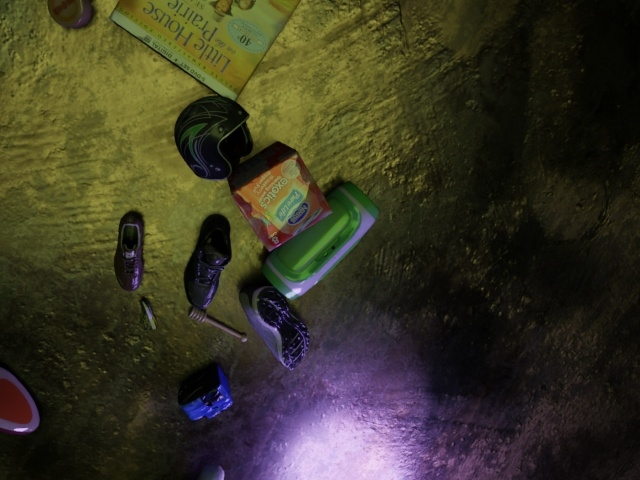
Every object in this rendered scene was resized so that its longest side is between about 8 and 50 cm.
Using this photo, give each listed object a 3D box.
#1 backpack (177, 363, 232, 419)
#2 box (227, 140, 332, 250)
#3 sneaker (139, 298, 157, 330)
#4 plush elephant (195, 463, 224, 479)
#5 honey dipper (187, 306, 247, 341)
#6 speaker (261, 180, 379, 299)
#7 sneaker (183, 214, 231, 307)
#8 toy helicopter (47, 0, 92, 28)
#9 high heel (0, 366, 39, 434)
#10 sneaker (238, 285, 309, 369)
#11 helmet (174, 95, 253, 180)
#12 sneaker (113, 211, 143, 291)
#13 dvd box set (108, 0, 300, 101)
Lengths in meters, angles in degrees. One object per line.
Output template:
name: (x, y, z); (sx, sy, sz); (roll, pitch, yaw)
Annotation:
backpack: (-0.284, 0.386, 1.378); (0.120, 0.098, 0.101); (-28, 111, -5)
box: (-0.100, -0.105, 1.188); (0.154, 0.300, 0.142); (-32, 108, -3)
sneaker: (-0.418, 0.180, 1.332); (0.035, 0.031, 0.083); (-19, 107, -6)
plush elephant: (-0.274, 0.789, 1.401); (0.255, 0.272, 0.330); (30, 125, -4)
honey dipper: (-0.250, 0.210, 1.377); (0.161, 0.030, 0.030); (33, 95, -19)
speaker: (0.000, 0.000, 1.327); (0.296, 0.131, 0.131); (-45, 108, 2)
sneaker: (-0.262, 0.061, 1.287); (0.087, 0.130, 0.227); (17, 102, -14)
toy helicopter: (-0.432, -0.578, 1.086); (0.235, 0.140, 0.355); (27, 111, -3)
high heel: (-0.831, 0.340, 1.269); (0.181, 0.127, 0.377); (-30, 115, 27)
sneaker: (-0.112, 0.210, 1.380); (0.100, 0.108, 0.271); (-46, 128, -31)
helmet: (-0.229, -0.228, 1.199); (0.169, 0.169, 0.161); (-14, 126, -8)
sneaker: (-0.439, 0.032, 1.270); (0.066, 0.071, 0.188); (1, 103, -12)
dvd box set: (-0.199, -0.550, 1.181); (0.308, 0.062, 0.420); (34, 95, -17)
